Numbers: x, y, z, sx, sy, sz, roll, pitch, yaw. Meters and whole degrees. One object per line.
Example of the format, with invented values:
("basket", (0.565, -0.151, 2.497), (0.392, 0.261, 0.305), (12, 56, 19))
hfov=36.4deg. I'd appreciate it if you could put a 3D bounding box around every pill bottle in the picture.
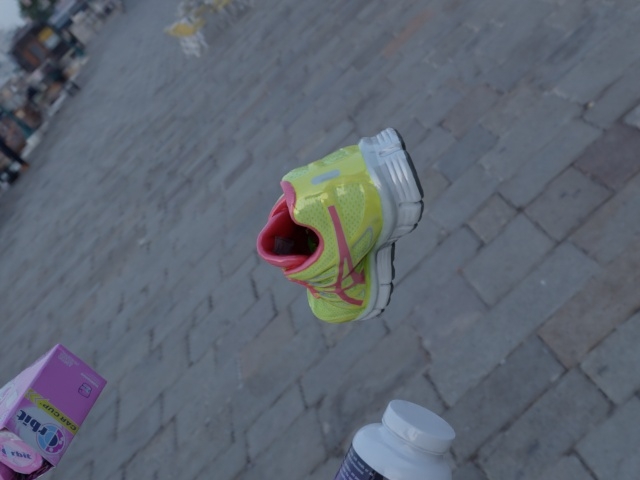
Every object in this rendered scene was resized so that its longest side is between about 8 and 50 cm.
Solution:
("pill bottle", (0.105, 0.443, 1.664), (0.322, 0.182, 0.181), (-65, 16, 11))

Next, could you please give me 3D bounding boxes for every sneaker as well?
("sneaker", (0.000, 0.000, 0.655), (0.094, 0.081, 0.208), (-16, -27, -15))

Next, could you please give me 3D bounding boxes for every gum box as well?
("gum box", (-0.298, 0.189, 0.931), (0.188, 0.062, 0.107), (-35, 20, 36))
